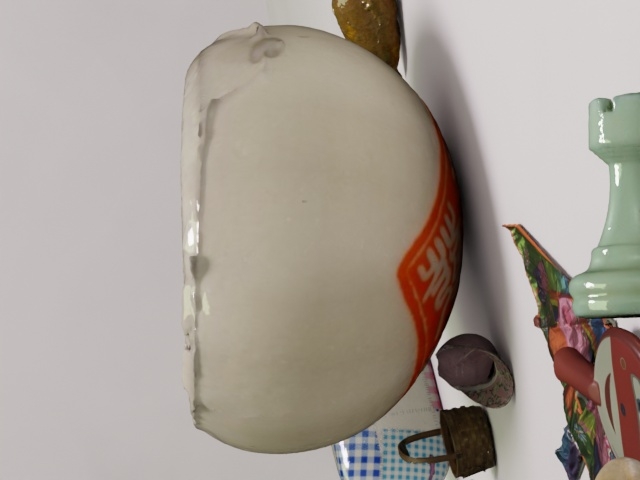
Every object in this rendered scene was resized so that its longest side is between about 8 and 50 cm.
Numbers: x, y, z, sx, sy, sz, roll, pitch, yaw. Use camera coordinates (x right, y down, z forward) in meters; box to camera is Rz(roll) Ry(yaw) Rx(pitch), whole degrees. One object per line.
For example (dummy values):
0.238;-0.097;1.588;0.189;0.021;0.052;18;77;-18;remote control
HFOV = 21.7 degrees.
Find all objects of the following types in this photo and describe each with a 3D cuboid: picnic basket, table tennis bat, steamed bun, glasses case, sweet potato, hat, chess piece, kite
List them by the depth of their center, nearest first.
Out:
0.149;-0.015;0.782;0.067;0.067;0.103;130;139;-84;chess piece
0.170;0.091;0.959;0.154;0.019;0.098;-141;40;-71;table tennis bat
0.166;0.098;1.083;0.234;0.016;0.321;87;171;-62;kite
0.136;0.103;1.385;0.087;0.042;0.058;3;119;51;hat
0.000;0.000;1.436;0.374;0.241;0.374;-178;90;-86;steamed bun
0.113;0.187;1.527;0.072;0.083;0.072;170;90;-85;picnic basket
0.038;-0.248;1.565;0.068;0.068;0.226;-109;10;-61;sweet potato
0.056;0.134;1.849;0.076;0.125;0.327;98;161;-61;glasses case

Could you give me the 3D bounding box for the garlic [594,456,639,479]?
0.167;0.172;0.886;0.094;0.074;0.113;146;119;-79;garlic
